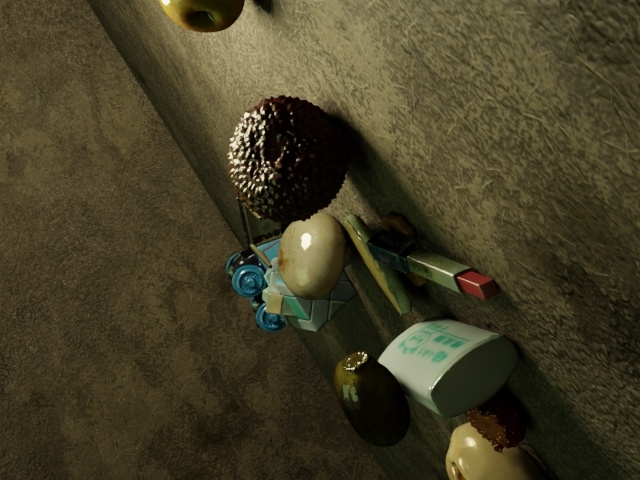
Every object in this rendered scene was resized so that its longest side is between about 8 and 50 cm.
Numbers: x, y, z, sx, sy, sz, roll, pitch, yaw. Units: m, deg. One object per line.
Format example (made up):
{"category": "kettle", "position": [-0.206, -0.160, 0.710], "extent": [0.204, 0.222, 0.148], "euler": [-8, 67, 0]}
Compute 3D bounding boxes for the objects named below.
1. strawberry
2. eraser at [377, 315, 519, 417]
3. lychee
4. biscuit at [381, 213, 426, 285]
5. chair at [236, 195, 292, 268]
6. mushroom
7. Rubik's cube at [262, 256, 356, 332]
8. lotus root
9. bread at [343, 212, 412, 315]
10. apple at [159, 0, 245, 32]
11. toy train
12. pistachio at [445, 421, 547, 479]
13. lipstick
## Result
{"category": "strawberry", "position": [0.365, 0.367, 1.612], "extent": [0.145, 0.086, 0.145], "euler": [51, 168, 15]}
{"category": "eraser", "position": [0.241, 0.239, 1.515], "extent": [0.104, 0.189, 0.290], "euler": [53, 168, -11]}
{"category": "lychee", "position": [-0.058, -0.159, 1.544], "extent": [0.271, 0.271, 0.271], "euler": [52, 167, 17]}
{"category": "biscuit", "position": [0.169, 0.014, 1.582], "extent": [0.133, 0.027, 0.184], "euler": [35, 155, 56]}
{"category": "chair", "position": [-0.139, -0.068, 2.150], "extent": [0.272, 0.166, 0.188], "euler": [44, 149, 55]}
{"category": "mushroom", "position": [-0.011, 0.042, 1.966], "extent": [0.178, 0.226, 0.226], "euler": [14, -165, -35]}
{"category": "Rubik's cube", "position": [-0.055, 0.146, 2.230], "extent": [0.213, 0.265, 0.224], "euler": [3, 129, 55]}
{"category": "lotus root", "position": [0.100, 0.316, 1.525], "extent": [0.124, 0.123, 0.241], "euler": [26, 153, 49]}
{"category": "bread", "position": [0.129, 0.052, 1.705], "extent": [0.267, 0.040, 0.267], "euler": [59, 179, 2]}
{"category": "apple", "position": [-0.227, -0.491, 1.469], "extent": [0.182, 0.182, 0.155], "euler": [102, 162, -73]}
{"category": "toy train", "position": [-0.135, 0.114, 2.410], "extent": [0.300, 0.265, 0.188], "euler": [59, 177, -20]}
{"category": "pistachio", "position": [0.407, 0.534, 1.732], "extent": [0.299, 0.187, 0.187], "euler": [43, 163, 24]}
{"category": "lipstick", "position": [0.202, 0.045, 1.429], "extent": [0.312, 0.051, 0.051], "euler": [25, 146, 53]}
